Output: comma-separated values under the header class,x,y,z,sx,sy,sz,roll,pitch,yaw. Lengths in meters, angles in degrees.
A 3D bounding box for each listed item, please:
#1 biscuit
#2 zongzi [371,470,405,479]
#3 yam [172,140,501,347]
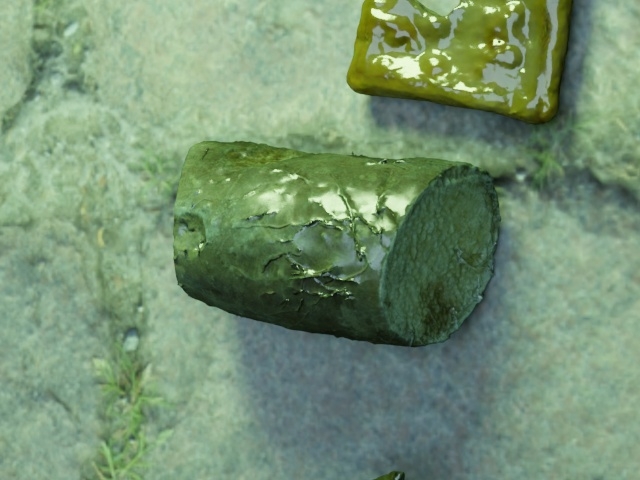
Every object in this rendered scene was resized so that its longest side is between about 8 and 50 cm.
class,x,y,z,sx,sy,sz,roll,pitch,yaw
biscuit,0.114,-0.183,1.248,0.183,0.039,0.174,7,94,24
zongzi,-0.132,0.307,1.283,0.356,0.174,0.393,20,97,27
yam,0.000,0.000,1.243,0.254,0.154,0.154,9,93,22
